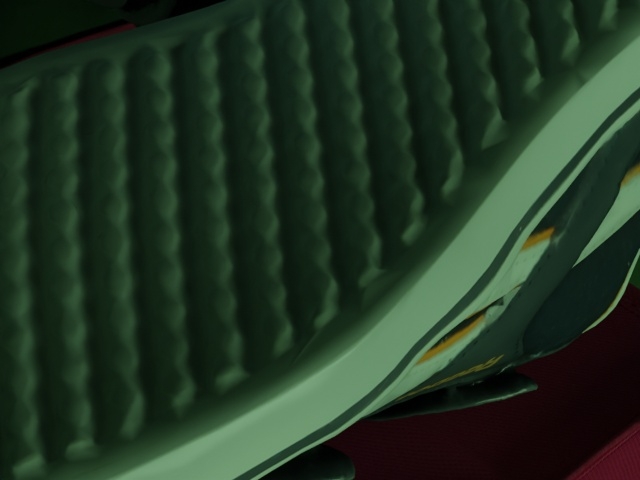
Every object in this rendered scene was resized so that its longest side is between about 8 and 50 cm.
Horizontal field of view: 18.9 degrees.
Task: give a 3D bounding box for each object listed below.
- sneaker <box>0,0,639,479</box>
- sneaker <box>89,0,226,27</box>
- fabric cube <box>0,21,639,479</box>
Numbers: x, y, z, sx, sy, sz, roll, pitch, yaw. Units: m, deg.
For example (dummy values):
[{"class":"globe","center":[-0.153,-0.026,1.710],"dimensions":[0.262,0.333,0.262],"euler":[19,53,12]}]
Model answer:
[{"class":"sneaker","center":[0.000,0.000,0.499],"dimensions":[0.321,0.126,0.127],"euler":[-34,151,-23]},{"class":"sneaker","center":[-0.087,-0.105,0.506],"dimensions":[0.236,0.130,0.323],"euler":[-32,158,-18]},{"class":"fabric cube","center":[-0.065,0.115,0.634],"dimensions":[0.259,0.254,0.258],"euler":[-27,143,-49]}]
